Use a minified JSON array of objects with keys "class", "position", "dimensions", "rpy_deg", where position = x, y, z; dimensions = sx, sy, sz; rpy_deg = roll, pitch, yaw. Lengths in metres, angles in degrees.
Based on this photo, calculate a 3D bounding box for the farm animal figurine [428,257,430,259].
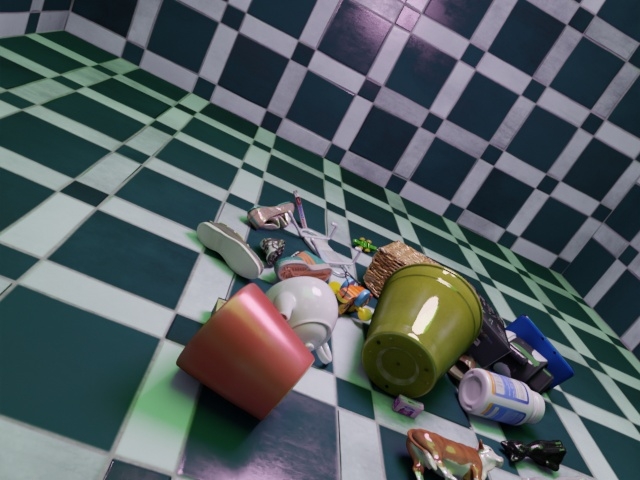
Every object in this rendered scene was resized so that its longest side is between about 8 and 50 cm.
[{"class":"farm animal figurine","position":[0.503,0.183,2.354],"dimensions":[0.327,0.172,0.330],"rpy_deg":[12,28,-37]}]

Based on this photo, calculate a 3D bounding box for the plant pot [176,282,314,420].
[{"class":"plant pot","position":[-0.164,0.278,1.250],"dimensions":[0.243,0.275,0.275],"rpy_deg":[41,23,6]}]

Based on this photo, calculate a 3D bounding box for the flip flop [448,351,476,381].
[{"class":"flip flop","position":[0.537,0.454,1.927],"dimensions":[0.112,0.080,0.277],"rpy_deg":[30,22,2]}]

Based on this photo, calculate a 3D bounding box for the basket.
[{"class":"basket","position":[0.359,0.166,2.160],"dimensions":[0.299,0.213,0.223],"rpy_deg":[32,21,21]}]

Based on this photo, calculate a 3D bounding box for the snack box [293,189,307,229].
[{"class":"snack box","position":[-0.093,-0.139,2.362],"dimensions":[0.022,0.178,0.064],"rpy_deg":[-16,34,-5]}]

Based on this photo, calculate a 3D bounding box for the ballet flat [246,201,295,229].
[{"class":"ballet flat","position":[-0.196,-0.097,2.246],"dimensions":[0.316,0.107,0.106],"rpy_deg":[-16,69,-54]}]

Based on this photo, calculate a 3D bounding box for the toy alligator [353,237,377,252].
[{"class":"toy alligator","position":[0.231,0.032,2.524],"dimensions":[0.190,0.056,0.051],"rpy_deg":[19,-17,-23]}]

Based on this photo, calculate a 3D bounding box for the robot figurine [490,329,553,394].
[{"class":"robot figurine","position":[0.772,0.483,2.035],"dimensions":[0.174,0.209,0.278],"rpy_deg":[-15,46,-38]}]

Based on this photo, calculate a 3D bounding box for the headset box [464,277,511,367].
[{"class":"headset box","position":[0.588,0.312,1.973],"dimensions":[0.246,0.131,0.283],"rpy_deg":[48,20,-5]}]

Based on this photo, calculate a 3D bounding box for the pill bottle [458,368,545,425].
[{"class":"pill bottle","position":[0.618,0.538,1.748],"dimensions":[0.272,0.152,0.152],"rpy_deg":[21,23,-21]}]

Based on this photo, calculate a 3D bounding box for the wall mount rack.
[{"class":"wall mount rack","position":[0.000,0.000,2.200],"dimensions":[0.304,0.130,0.350],"rpy_deg":[8,29,-41]}]

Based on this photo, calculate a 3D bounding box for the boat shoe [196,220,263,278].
[{"class":"boat shoe","position":[-0.301,0.026,1.806],"dimensions":[0.305,0.109,0.091],"rpy_deg":[35,27,24]}]

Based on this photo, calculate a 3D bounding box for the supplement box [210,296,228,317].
[{"class":"supplement box","position":[-0.270,0.220,1.488],"dimensions":[0.083,0.056,0.083],"rpy_deg":[23,23,-16]}]

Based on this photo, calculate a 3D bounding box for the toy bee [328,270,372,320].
[{"class":"toy bee","position":[0.086,0.210,1.864],"dimensions":[0.195,0.162,0.298],"rpy_deg":[40,-2,45]}]

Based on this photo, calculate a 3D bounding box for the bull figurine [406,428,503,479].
[{"class":"bull figurine","position":[0.363,0.599,1.370],"dimensions":[0.311,0.101,0.188],"rpy_deg":[23,24,-17]}]

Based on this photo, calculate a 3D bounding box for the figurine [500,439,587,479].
[{"class":"figurine","position":[0.678,0.703,1.569],"dimensions":[0.210,0.092,0.214],"rpy_deg":[12,27,-19]}]

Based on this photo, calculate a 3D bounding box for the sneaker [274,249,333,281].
[{"class":"sneaker","position":[-0.084,0.096,1.933],"dimensions":[0.121,0.108,0.302],"rpy_deg":[43,17,32]}]

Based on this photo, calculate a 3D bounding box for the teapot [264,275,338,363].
[{"class":"teapot","position":[-0.052,0.243,1.497],"dimensions":[0.256,0.252,0.187],"rpy_deg":[4,44,-26]}]

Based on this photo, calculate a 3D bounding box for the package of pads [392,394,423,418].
[{"class":"package of pads","position":[0.260,0.496,1.538],"dimensions":[0.083,0.050,0.032],"rpy_deg":[24,28,-13]}]

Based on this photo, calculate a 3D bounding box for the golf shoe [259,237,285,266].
[{"class":"golf shoe","position":[-0.195,0.041,1.968],"dimensions":[0.094,0.077,0.198],"rpy_deg":[18,15,1]}]

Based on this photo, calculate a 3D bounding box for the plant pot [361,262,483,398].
[{"class":"plant pot","position":[0.305,0.311,1.667],"dimensions":[0.367,0.366,0.353],"rpy_deg":[34,34,11]}]

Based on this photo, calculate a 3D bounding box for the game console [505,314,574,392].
[{"class":"game console","position":[0.902,0.457,2.140],"dimensions":[0.293,0.173,0.250],"rpy_deg":[55,24,22]}]
